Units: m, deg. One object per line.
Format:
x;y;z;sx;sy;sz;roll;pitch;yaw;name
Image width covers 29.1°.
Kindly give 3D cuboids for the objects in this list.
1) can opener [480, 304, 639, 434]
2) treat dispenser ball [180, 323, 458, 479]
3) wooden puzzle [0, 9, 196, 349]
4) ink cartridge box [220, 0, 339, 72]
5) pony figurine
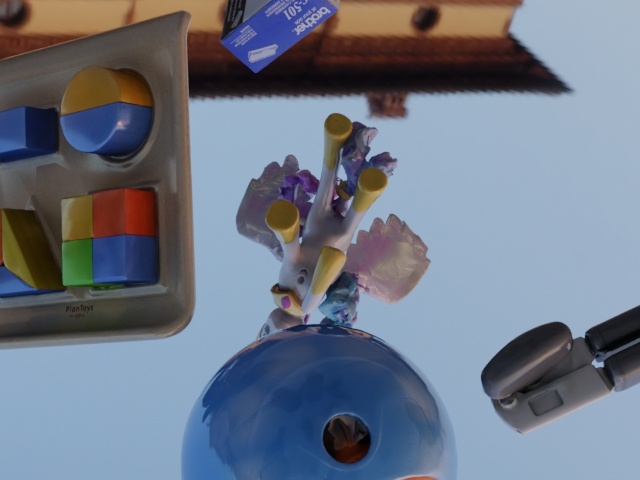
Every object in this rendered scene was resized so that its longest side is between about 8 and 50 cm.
0.295;0.101;1.224;0.283;0.095;0.076;-25;-128;0;can opener
-0.002;0.230;1.283;0.288;0.288;0.288;12;-146;-8;treat dispenser ball
-0.274;-0.061;1.325;0.322;0.348;0.080;-7;168;36;wooden puzzle
-0.029;-0.242;1.066;0.046;0.097;0.207;39;-145;-28;ink cartridge box
0.000;0.000;1.741;0.303;0.363;0.351;25;-128;6;pony figurine
